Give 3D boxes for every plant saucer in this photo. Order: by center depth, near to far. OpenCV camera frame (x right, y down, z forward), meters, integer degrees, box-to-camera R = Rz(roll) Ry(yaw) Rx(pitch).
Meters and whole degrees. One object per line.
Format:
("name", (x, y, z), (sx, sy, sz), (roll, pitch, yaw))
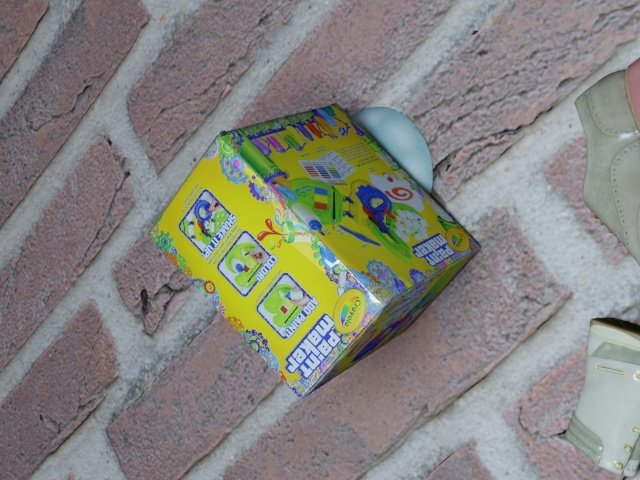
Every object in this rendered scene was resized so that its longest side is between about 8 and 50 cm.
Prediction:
("plant saucer", (0.064, -0.086, 1.666), (0.195, 0.037, 0.194), (1, 92, 41))

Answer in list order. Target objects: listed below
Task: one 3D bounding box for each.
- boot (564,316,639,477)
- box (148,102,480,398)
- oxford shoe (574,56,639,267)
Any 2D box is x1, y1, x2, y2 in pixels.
("boot", (0.379, 0.193, 1.374), (0.213, 0.077, 0.165), (22, 104, 43))
("box", (0.000, 0.000, 1.515), (0.279, 0.290, 0.177), (46, 119, 13))
("oxford shoe", (0.369, -0.028, 1.361), (0.130, 0.123, 0.348), (-23, 65, 42))
